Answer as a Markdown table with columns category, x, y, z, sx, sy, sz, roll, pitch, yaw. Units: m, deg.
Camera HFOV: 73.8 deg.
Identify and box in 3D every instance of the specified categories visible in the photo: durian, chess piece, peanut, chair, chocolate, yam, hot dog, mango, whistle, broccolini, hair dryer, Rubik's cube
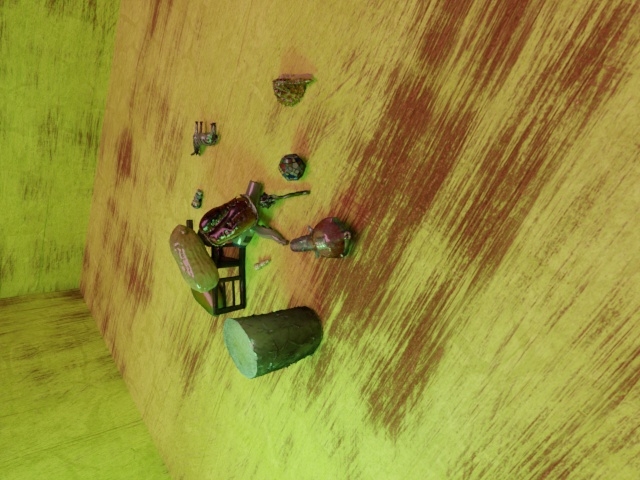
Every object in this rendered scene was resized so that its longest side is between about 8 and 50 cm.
| category | x | y | z | sx | sy | sz | roll | pitch | yaw |
| --- | --- | --- | --- | --- | --- | --- | --- | --- | --- |
| durian | -0.117 | -0.600 | 1.655 | 0.224 | 0.078 | 0.141 | -4 | 91 | 46 |
| chess piece | -0.255 | 0.102 | 1.890 | 0.092 | 0.035 | 0.035 | -29 | 74 | 38 |
| peanut | -0.548 | 0.076 | 1.826 | 0.152 | 0.152 | 0.313 | -32 | 87 | 41 |
| chair | -0.492 | 0.114 | 2.012 | 0.240 | 0.203 | 0.417 | 6 | 96 | 40 |
| chocolate | -0.513 | -0.013 | 1.877 | 0.101 | 0.031 | 0.065 | 46 | 123 | 24 |
| yam | -0.179 | 0.378 | 1.633 | 0.241 | 0.348 | 0.241 | 10 | 103 | 50 |
| hot dog | -0.385 | -0.086 | 1.797 | 0.270 | 0.082 | 0.163 | -30 | 82 | 6 |
| mango | -0.574 | 0.272 | 2.160 | 0.251 | 0.114 | 0.156 | 51 | 119 | 30 |
| whistle | -0.001 | 0.000 | 1.571 | 0.346 | 0.134 | 0.142 | -11 | 122 | 52 |
| broccolini | -0.157 | -0.178 | 1.725 | 0.254 | 0.057 | 0.071 | -9 | 105 | 38 |
| hair dryer | -0.265 | -0.117 | 1.854 | 0.298 | 0.119 | 0.296 | -2 | 88 | 29 |
| Rubik's cube | -0.111 | -0.286 | 1.669 | 0.093 | 0.111 | 0.111 | 174 | 90 | -72 |

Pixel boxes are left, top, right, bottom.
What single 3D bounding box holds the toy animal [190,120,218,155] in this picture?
| category | x | y | z | sx | sy | sz | roll | pitch | yaw |
| --- | --- | --- | --- | --- | --- | --- | --- | --- | --- |
| toy animal | -0.585 | -0.506 | 2.133 | 0.216 | 0.073 | 0.176 | 14 | 110 | 38 |

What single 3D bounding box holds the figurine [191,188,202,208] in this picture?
| category | x | y | z | sx | sy | sz | roll | pitch | yaw |
| --- | --- | --- | --- | --- | --- | --- | --- | --- | --- |
| figurine | -0.648 | -0.217 | 2.235 | 0.060 | 0.047 | 0.106 | 35 | 115 | 27 |
